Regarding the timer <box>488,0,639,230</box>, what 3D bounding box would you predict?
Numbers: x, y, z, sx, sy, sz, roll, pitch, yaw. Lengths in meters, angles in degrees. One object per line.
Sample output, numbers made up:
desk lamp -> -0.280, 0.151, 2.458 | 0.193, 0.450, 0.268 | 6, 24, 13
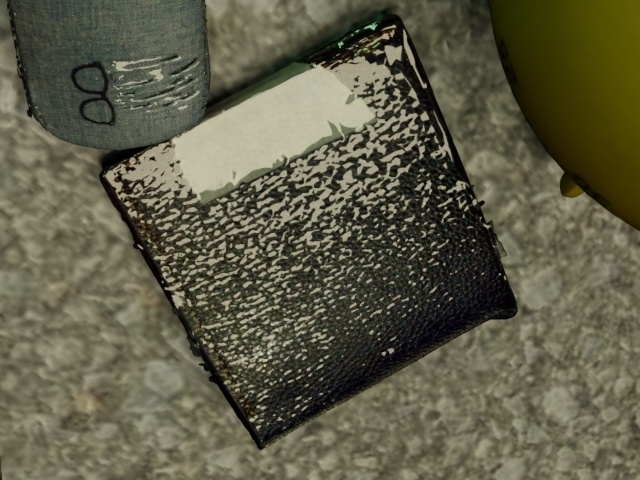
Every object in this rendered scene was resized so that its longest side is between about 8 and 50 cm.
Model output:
timer -> 0.263, -0.159, 0.796 | 0.376, 0.387, 0.376 | 1, 99, 8

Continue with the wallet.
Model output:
wallet -> 0.000, 0.000, 0.926 | 0.221, 0.071, 0.262 | -27, 126, -1

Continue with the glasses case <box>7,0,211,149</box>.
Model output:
glasses case -> -0.117, -0.160, 0.729 | 0.109, 0.067, 0.282 | -6, 138, -6

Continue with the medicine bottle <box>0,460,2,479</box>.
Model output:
medicine bottle -> -0.271, 0.057, 0.759 | 0.165, 0.165, 0.273 | -12, 127, -19
